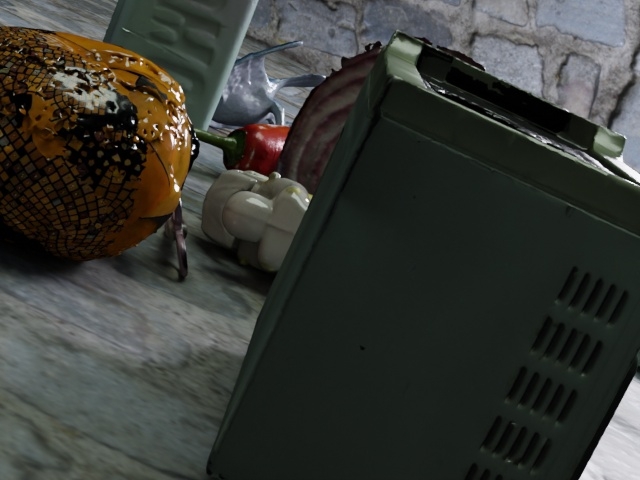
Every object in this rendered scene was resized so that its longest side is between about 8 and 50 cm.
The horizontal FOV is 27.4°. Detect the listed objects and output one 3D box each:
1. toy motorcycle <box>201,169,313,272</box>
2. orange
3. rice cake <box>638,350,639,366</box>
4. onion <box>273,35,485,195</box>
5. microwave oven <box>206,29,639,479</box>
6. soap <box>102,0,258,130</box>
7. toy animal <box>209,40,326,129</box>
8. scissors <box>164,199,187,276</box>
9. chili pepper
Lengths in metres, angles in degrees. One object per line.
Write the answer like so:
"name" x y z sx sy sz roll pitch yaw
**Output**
"toy motorcycle" 0.000 0.000 1.304 0.340 0.108 0.223 22 1 28
"orange" -0.218 -0.085 1.094 0.234 0.182 0.234 24 23 -10
"rice cake" 0.482 0.167 1.652 0.226 0.040 0.085 18 12 -19
"onion" 0.124 -0.092 1.624 0.314 0.280 0.146 27 -2 17
"microwave oven" 0.087 0.033 0.888 0.218 0.286 0.355 23 10 -2
"soap" -0.196 -0.293 1.808 0.172 0.290 0.095 20 10 -20
"toy animal" -0.114 -0.220 1.982 0.255 0.239 0.176 -34 81 -28
"scissors" -0.136 -0.013 1.241 0.022 0.086 0.176 -8 4 -8
"chili pepper" -0.056 -0.107 1.796 0.137 0.092 0.368 7 -2 22
